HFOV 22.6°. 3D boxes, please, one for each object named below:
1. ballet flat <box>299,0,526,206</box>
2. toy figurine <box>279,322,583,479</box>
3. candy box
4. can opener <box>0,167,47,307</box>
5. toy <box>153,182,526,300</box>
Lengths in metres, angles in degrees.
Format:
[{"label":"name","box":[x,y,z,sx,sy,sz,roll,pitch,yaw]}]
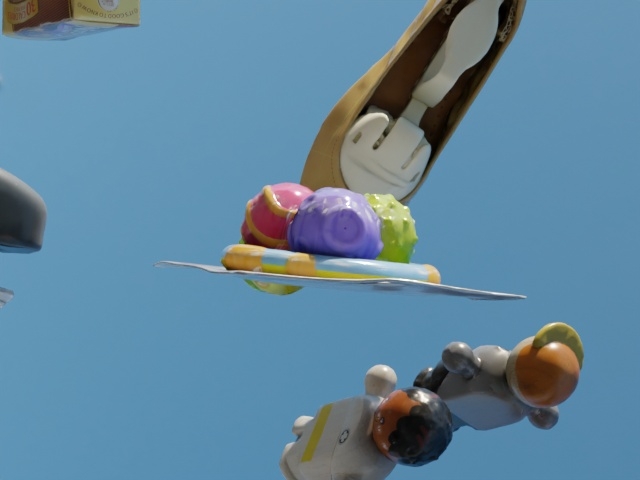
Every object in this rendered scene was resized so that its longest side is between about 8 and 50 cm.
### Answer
[{"label":"ballet flat","box":[0.059,-0.091,1.048,0.232,0.080,0.073,-59,-170,-4]},{"label":"toy figurine","box":[0.099,0.171,1.032,0.148,0.213,0.209,-22,-98,50]},{"label":"candy box","box":[-0.159,-0.225,1.023,0.109,0.053,0.186,1,-89,55]},{"label":"can opener","box":[-0.270,-0.015,0.757,0.074,0.280,0.093,-7,-107,54]},{"label":"toy","box":[0.000,0.000,0.829,0.237,0.137,0.056,170,-76,-74]}]
